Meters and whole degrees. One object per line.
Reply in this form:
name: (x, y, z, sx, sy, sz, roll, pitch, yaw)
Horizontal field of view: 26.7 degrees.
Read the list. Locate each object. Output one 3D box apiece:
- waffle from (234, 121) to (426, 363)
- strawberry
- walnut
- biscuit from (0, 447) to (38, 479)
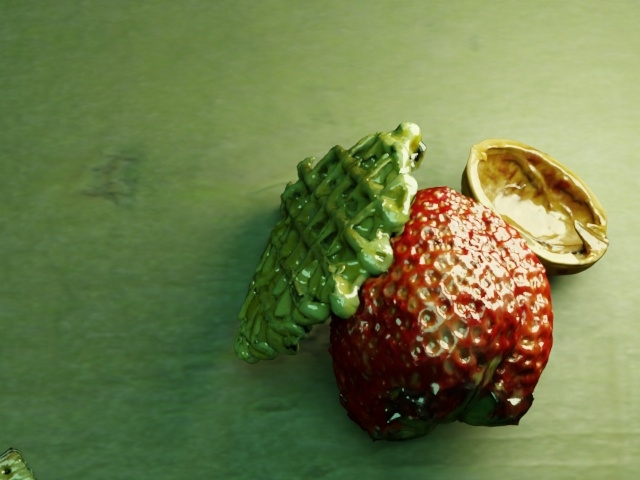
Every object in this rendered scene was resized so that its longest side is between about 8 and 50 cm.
waffle: (0.000, 0.000, 1.557, 0.073, 0.317, 0.297, 36, 58, -21)
strawberry: (0.130, 0.081, 1.560, 0.238, 0.250, 0.288, -17, 75, 35)
walnut: (0.256, -0.033, 1.687, 0.211, 0.087, 0.167, 38, 50, 1)
biscuit: (-0.344, 0.366, 1.541, 0.139, 0.016, 0.231, -36, 75, -16)
